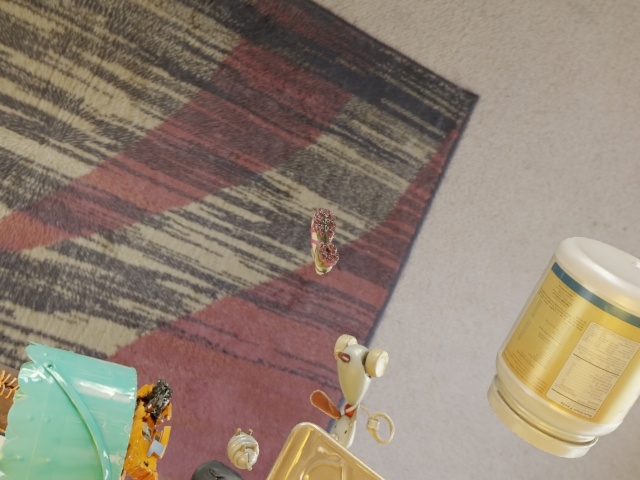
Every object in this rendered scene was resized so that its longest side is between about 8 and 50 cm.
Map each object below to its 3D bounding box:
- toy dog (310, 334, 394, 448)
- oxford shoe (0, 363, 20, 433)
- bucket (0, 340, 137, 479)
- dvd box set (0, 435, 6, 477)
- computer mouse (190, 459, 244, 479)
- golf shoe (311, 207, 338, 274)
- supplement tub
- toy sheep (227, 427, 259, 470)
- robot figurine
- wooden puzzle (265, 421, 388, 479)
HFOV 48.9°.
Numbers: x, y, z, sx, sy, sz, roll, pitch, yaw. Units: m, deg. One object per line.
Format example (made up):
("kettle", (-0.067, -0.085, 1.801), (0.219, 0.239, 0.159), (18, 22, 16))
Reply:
("toy dog", (0.077, 0.434, 2.024), (0.161, 0.220, 0.334), (14, 69, -53))
("oxford shoe", (-0.657, 0.326, 1.471), (0.363, 0.133, 0.130), (18, 59, -14))
("bucket", (-0.421, 0.314, 1.157), (0.183, 0.281, 0.281), (14, 93, -19))
("dvd box set", (-0.718, 0.617, 1.652), (0.062, 0.308, 0.420), (-34, 138, 14))
("computer mouse", (-0.129, 0.384, 1.064), (0.071, 0.242, 0.041), (-34, 113, -33))
("golf shoe", (0.000, 0.000, 1.862), (0.067, 0.086, 0.186), (13, 55, -21))
("supplement tub", (0.276, 0.113, 0.746), (0.144, 0.144, 0.200), (13, 114, -22))
("toy sheep", (-0.202, 0.552, 1.853), (0.091, 0.132, 0.091), (-7, 118, -13))
("robot figurine", (-0.396, 0.423, 1.499), (0.211, 0.291, 0.085), (-35, 112, 13))
("wooden puzzle", (0.037, 0.562, 1.323), (0.322, 0.348, 0.080), (-63, 156, 9))
